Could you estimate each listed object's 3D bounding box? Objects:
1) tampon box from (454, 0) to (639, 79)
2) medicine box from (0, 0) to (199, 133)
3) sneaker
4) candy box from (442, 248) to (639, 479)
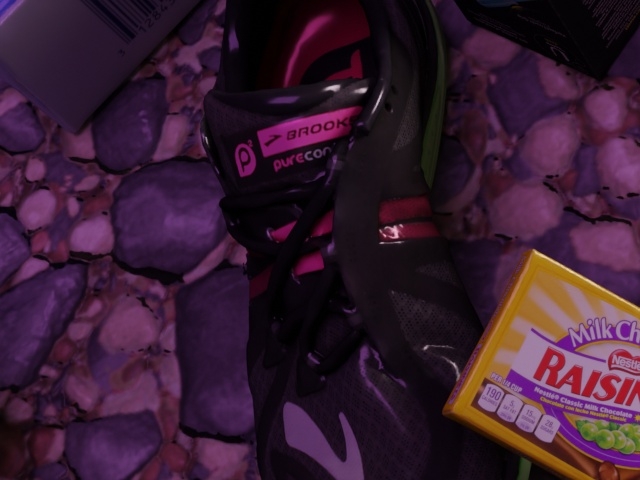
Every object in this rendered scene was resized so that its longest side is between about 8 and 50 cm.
[{"bbox_3d":[0.138,-0.200,1.140,0.120,0.161,0.101,31,83,34],"label":"tampon box"},{"bbox_3d":[-0.211,-0.279,1.375,0.263,0.149,0.289,-47,55,1],"label":"medicine box"},{"bbox_3d":[0.000,0.000,1.092,0.185,0.202,0.483,-22,58,18],"label":"sneaker"},{"bbox_3d":[0.182,0.099,0.984,0.206,0.027,0.105,28,78,-3],"label":"candy box"}]
